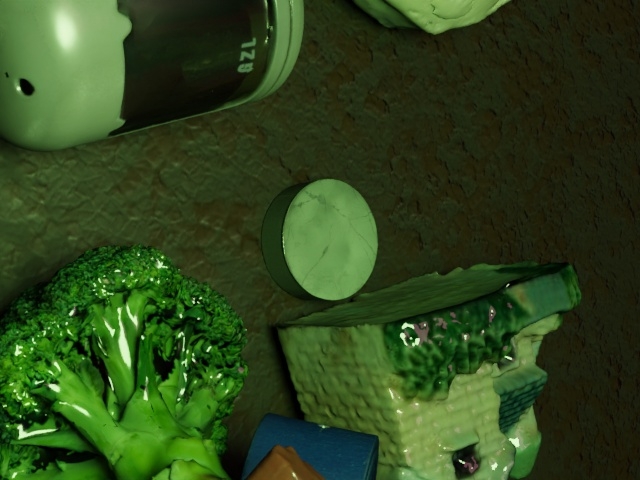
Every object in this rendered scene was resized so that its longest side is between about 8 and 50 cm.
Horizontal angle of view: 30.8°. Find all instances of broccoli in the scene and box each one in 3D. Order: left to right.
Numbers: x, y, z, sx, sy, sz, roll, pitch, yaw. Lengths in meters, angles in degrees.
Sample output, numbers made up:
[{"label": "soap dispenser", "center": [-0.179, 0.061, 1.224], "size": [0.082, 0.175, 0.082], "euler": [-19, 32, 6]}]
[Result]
[{"label": "broccoli", "center": [-0.173, 0.164, 0.993], "size": [0.298, 0.297, 0.297], "euler": [-18, 130, -22]}]

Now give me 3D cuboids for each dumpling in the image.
[{"label": "dumpling", "center": [0.101, -0.360, 1.341], "size": [0.318, 0.187, 0.243], "euler": [4, 45, -46]}]

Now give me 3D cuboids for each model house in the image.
[{"label": "model house", "center": [0.138, 0.180, 1.258], "size": [0.298, 0.243, 0.284], "euler": [-15, 99, -37]}]

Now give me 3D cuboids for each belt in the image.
[{"label": "belt", "center": [-0.020, 0.326, 1.089], "size": [0.212, 0.117, 0.347], "euler": [-68, 167, -58]}]

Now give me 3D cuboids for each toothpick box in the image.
[{"label": "toothpick box", "center": [-0.201, -0.202, 1.044], "size": [0.316, 0.229, 0.229], "euler": [-20, 100, -36]}]

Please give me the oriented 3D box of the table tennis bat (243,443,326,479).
[{"label": "table tennis bat", "center": [-0.149, 0.320, 0.867], "size": [0.414, 0.051, 0.268], "euler": [-48, 148, 4]}]

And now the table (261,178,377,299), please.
[{"label": "table", "center": [0.000, 0.000, 1.282], "size": [0.133, 0.043, 0.133], "euler": [3, 85, -39]}]
